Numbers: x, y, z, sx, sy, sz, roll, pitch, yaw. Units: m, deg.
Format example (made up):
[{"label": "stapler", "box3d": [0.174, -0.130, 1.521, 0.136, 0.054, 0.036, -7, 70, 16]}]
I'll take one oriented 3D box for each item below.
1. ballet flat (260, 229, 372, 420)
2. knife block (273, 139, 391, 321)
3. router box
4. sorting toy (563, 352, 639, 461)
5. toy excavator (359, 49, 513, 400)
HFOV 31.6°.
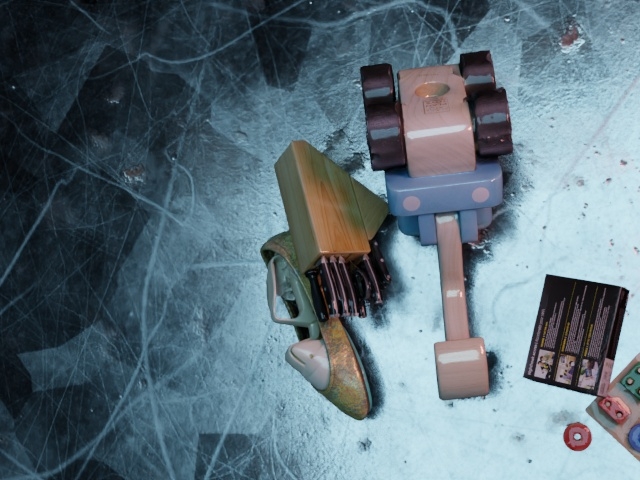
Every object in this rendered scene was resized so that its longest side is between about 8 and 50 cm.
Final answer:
[{"label": "ballet flat", "box3d": [-0.020, 0.147, 1.905, 0.123, 0.123, 0.349, -21, 75, 10]}, {"label": "knife block", "box3d": [0.000, 0.000, 1.864, 0.275, 0.088, 0.242, 38, 53, -4]}, {"label": "router box", "box3d": [0.412, 0.152, 1.823, 0.133, 0.046, 0.179, 11, 84, 36]}, {"label": "sorting toy", "box3d": [0.522, 0.262, 1.801, 0.132, 0.046, 0.274, 44, 93, 15]}, {"label": "toy excavator", "box3d": [0.207, -0.029, 1.830, 0.222, 0.433, 0.445, -8, 123, 5]}]
